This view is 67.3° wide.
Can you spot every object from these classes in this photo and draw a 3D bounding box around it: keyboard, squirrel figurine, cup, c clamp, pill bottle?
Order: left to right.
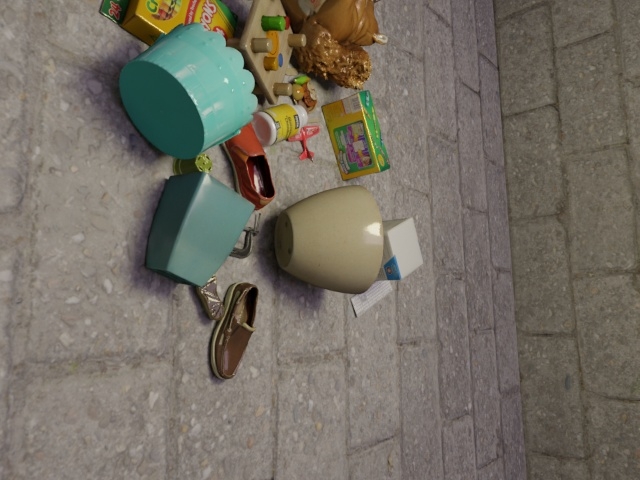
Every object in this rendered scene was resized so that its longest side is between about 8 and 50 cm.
[{"bbox_3d":[-0.234,-0.021,1.337,0.160,0.022,0.137,10,81,-49],"label":"c clamp"},{"bbox_3d":[-0.122,-0.355,1.453,0.184,0.103,0.103,-36,111,-45],"label":"pill bottle"},{"bbox_3d":[0.000,0.000,1.416,0.236,0.331,0.332,-1,85,-24],"label":"cup"},{"bbox_3d":[0.068,-0.717,1.655,0.370,0.280,0.398,0,95,-59],"label":"squirrel figurine"},{"bbox_3d":[0.195,0.201,1.798,0.256,0.014,0.072,-27,104,-48],"label":"keyboard"}]

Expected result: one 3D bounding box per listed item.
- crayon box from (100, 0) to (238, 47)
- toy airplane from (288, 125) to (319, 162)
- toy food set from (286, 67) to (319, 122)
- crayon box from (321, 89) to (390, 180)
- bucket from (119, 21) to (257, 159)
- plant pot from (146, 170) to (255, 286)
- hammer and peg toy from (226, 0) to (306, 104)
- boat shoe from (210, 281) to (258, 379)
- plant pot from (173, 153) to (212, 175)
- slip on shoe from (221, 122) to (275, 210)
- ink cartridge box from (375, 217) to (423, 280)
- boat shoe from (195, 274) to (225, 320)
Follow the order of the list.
[{"bbox_3d":[-0.368,-0.572,1.222,0.318,0.081,0.203,24,67,-44],"label":"crayon box"},{"bbox_3d":[-0.052,-0.329,1.586,0.151,0.028,0.151,5,83,-43],"label":"toy airplane"},{"bbox_3d":[-0.049,-0.486,1.606,0.132,0.038,0.192,-25,103,-48],"label":"toy food set"},{"bbox_3d":[0.125,-0.364,1.691,0.081,0.165,0.279,-30,107,-47],"label":"crayon box"},{"bbox_3d":[-0.309,-0.336,1.115,0.183,0.281,0.281,-52,122,-38],"label":"bucket"},{"bbox_3d":[-0.302,-0.017,1.151,0.165,0.165,0.235,35,67,-40],"label":"plant pot"},{"bbox_3d":[-0.130,-0.613,1.396,0.266,0.127,0.362,57,43,-64],"label":"hammer and peg toy"},{"bbox_3d":[-0.217,0.232,1.255,0.095,0.095,0.258,23,67,-45],"label":"boat shoe"},{"bbox_3d":[-0.316,-0.188,1.220,0.083,0.079,0.084,12,74,-48],"label":"plant pot"},{"bbox_3d":[-0.202,-0.249,1.347,0.123,0.101,0.332,-20,98,-47],"label":"slip on shoe"},{"bbox_3d":[0.201,0.034,1.663,0.168,0.232,0.171,-28,105,-45],"label":"ink cartridge box"},{"bbox_3d":[-0.290,0.132,1.234,0.056,0.048,0.153,-25,96,-35],"label":"boat shoe"}]
